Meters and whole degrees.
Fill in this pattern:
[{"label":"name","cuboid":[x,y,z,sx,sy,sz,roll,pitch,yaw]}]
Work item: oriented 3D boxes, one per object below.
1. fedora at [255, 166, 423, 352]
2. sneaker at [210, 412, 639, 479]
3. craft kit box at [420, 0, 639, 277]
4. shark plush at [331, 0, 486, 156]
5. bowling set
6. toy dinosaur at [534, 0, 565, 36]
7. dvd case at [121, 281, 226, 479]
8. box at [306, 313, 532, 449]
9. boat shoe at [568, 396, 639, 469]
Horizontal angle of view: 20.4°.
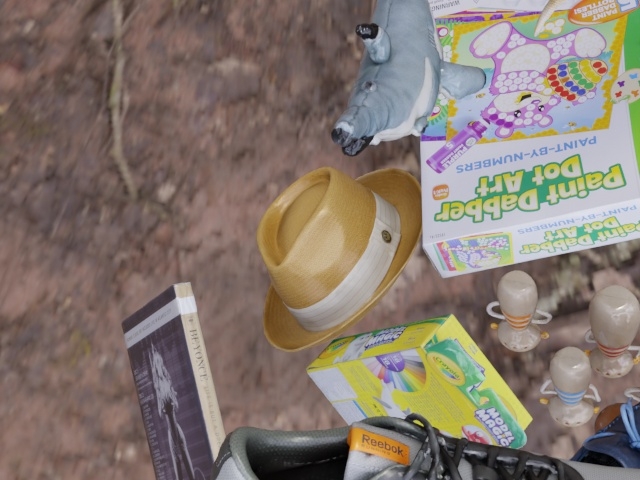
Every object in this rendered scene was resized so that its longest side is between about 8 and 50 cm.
[{"label":"fedora","cuboid":[0.000,0.000,1.505,0.194,0.194,0.079,-40,118,16]},{"label":"sneaker","cuboid":[0.069,0.145,0.949,0.271,0.100,0.108,-1,123,5]},{"label":"craft kit box","cuboid":[0.197,-0.108,1.346,0.249,0.247,0.061,-13,146,18]},{"label":"shark plush","cuboid":[0.025,-0.088,0.941,0.073,0.161,0.067,3,119,31]},{"label":"bowling set","cuboid":[0.305,0.156,1.895,0.287,0.200,0.154,9,148,13]},{"label":"toy dinosaur","cuboid":[0.217,-0.200,1.208,0.183,0.093,0.053,-14,151,-17]},{"label":"dvd case","cuboid":[-0.100,0.153,1.335,0.018,0.164,0.221,-11,82,-22]},{"label":"box","cuboid":[0.076,0.111,1.303,0.043,0.179,0.105,-45,106,-29]},{"label":"boat shoe","cuboid":[0.276,0.222,1.627,0.109,0.258,0.089,34,154,21]}]
